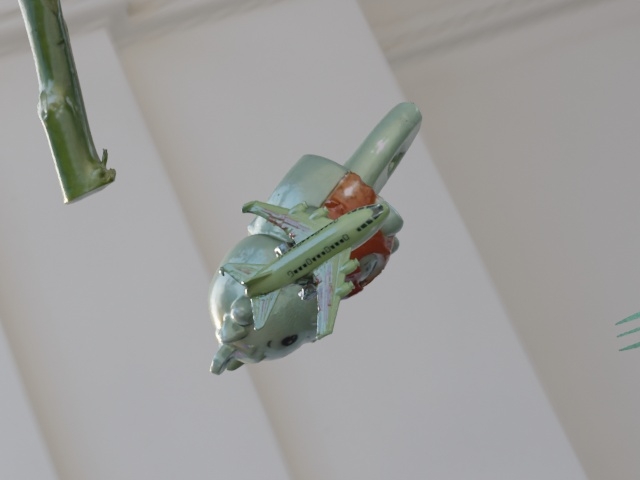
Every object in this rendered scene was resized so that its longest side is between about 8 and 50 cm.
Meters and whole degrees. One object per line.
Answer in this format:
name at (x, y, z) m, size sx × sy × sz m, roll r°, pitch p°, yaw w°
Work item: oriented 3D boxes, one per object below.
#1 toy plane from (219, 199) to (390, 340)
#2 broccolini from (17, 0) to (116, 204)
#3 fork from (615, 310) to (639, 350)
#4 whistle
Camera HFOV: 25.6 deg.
toy plane at (-0.005, 0.009, 0.877) m, size 0.111 × 0.102 × 0.040 m, roll -30°, pitch -18°, yaw -3°
broccolini at (-0.181, -0.223, 0.969) m, size 0.074 × 0.392 × 0.079 m, roll -11°, pitch 2°, yaw 5°
fork at (0.307, 0.044, 0.894) m, size 0.235 × 0.039 × 0.021 m, roll -5°, pitch -54°, yaw 10°
whistle at (-0.001, 0.000, 1.027) m, size 0.253 × 0.106 × 0.102 m, roll -54°, pitch 18°, yaw -21°
